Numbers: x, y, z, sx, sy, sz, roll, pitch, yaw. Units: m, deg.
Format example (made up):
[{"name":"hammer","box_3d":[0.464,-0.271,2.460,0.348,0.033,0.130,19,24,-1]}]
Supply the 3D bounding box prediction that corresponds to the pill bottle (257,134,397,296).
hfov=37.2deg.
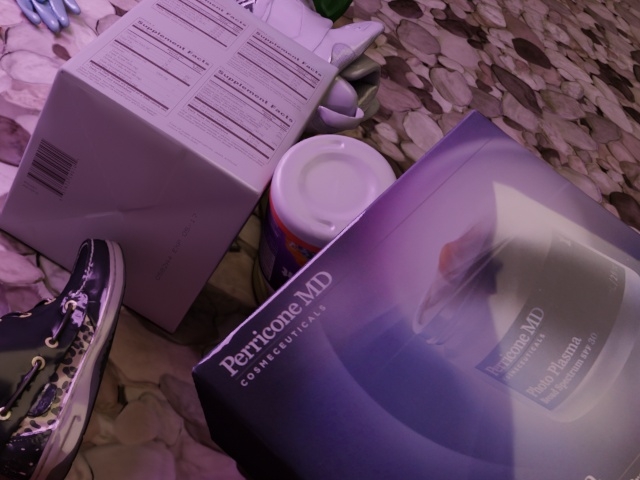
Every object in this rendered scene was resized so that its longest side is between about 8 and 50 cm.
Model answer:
[{"name":"pill bottle","box_3d":[0.000,0.000,0.860,0.108,0.193,0.108,4,62,-7]}]

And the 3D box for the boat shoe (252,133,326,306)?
[{"name":"boat shoe","box_3d":[-0.011,0.000,1.023,0.105,0.089,0.285,16,41,-26]}]

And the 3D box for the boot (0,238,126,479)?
[{"name":"boot","box_3d":[-0.257,0.068,0.746,0.179,0.085,0.236,21,46,-18]}]

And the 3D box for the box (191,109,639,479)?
[{"name":"box","box_3d":[0.115,0.117,0.688,0.294,0.182,0.296,40,69,18]}]

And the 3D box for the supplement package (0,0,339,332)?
[{"name":"supplement package","box_3d":[-0.140,-0.096,0.931,0.198,0.199,0.262,33,37,-5]}]

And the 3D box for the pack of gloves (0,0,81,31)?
[{"name":"pack of gloves","box_3d":[-0.404,-0.328,1.122,0.195,0.046,0.232,-10,67,-44]}]

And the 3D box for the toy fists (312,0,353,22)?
[{"name":"toy fists","box_3d":[-0.076,-0.406,1.374,0.279,0.142,0.096,24,38,-17]}]

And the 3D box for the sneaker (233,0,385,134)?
[{"name":"sneaker","box_3d":[-0.019,-0.246,1.195,0.210,0.137,0.365,8,42,8]}]
